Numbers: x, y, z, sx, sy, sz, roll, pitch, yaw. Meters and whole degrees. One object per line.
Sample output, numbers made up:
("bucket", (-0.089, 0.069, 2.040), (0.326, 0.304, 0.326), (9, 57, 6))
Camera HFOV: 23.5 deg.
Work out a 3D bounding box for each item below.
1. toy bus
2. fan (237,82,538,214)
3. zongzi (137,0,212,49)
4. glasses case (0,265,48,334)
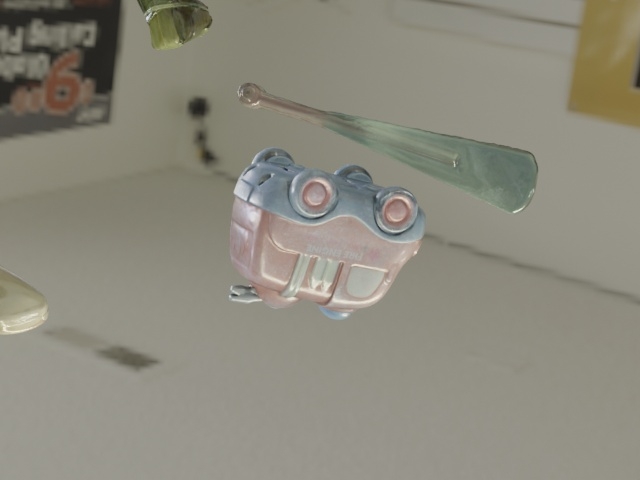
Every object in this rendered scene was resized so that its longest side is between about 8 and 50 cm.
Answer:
("toy bus", (0.000, 0.000, 2.318), (0.294, 0.231, 0.197), (11, -171, -26))
("fan", (0.054, -0.085, 1.351), (0.282, 0.057, 0.023), (17, -166, 17))
("zongzi", (-0.174, -0.285, 1.778), (0.055, 0.119, 0.109), (-20, -171, 25))
("glasses case", (-0.390, 0.060, 1.773), (0.081, 0.051, 0.204), (-20, -150, -36))
